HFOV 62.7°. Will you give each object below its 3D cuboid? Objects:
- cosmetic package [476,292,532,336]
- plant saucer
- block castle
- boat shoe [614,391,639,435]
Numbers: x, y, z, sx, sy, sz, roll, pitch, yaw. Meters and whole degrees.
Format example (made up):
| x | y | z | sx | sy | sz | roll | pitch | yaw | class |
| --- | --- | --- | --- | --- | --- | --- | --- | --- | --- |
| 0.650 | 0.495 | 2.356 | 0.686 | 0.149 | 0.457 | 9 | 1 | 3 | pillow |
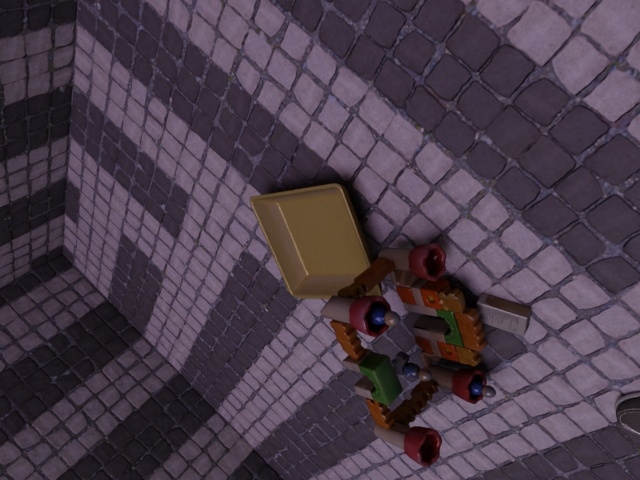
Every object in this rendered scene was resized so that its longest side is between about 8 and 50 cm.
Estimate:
| x | y | z | sx | sy | sz | roll | pitch | yaw | class |
| --- | --- | --- | --- | --- | --- | --- | --- | --- | --- |
| 0.421 | 0.170 | 1.211 | 0.115 | 0.041 | 0.060 | 18 | 130 | 30 | cosmetic package |
| 0.000 | 0.000 | 1.415 | 0.332 | 0.081 | 0.333 | -4 | 116 | 41 | plant saucer |
| 0.226 | 0.256 | 1.220 | 0.213 | 0.303 | 0.453 | 3 | 123 | 50 | block castle |
| 0.751 | 0.382 | 1.047 | 0.305 | 0.091 | 0.109 | 0 | 119 | 40 | boat shoe |
